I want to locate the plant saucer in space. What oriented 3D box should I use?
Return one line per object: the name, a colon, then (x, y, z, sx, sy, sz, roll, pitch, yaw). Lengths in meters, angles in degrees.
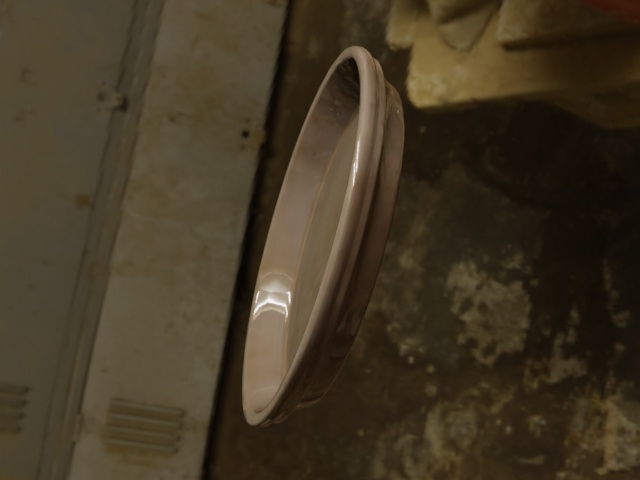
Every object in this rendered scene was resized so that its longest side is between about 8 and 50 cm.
plant saucer: (0.000, 0.000, 0.819, 0.278, 0.041, 0.278, -164, 90, -79)
